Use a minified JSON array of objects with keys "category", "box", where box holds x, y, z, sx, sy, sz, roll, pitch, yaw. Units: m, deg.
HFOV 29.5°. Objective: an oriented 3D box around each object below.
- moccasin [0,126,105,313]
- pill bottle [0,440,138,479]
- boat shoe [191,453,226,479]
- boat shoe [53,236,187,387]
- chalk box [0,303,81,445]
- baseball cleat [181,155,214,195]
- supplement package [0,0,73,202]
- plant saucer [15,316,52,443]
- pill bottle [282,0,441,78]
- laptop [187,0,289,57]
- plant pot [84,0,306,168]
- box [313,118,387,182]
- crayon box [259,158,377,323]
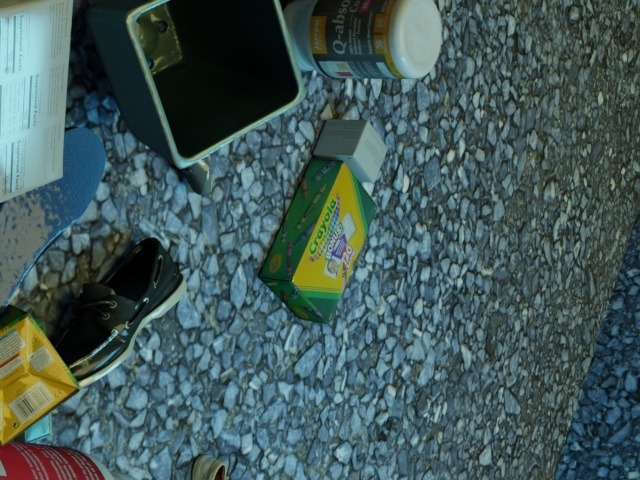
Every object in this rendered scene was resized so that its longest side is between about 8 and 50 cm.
[{"category":"moccasin","box":[-0.439,-0.032,1.706,0.137,0.117,0.342,53,57,-29]},{"category":"pill bottle","box":[-0.424,0.394,1.686,0.408,0.229,0.229,23,77,-54]},{"category":"boat shoe","box":[-0.197,0.471,2.174,0.063,0.059,0.170,-10,103,-54]},{"category":"boat shoe","box":[-0.327,0.104,1.873,0.340,0.127,0.113,-43,128,-45]},{"category":"chalk box","box":[-0.437,0.176,1.663,0.132,0.213,0.132,-37,106,-19]},{"category":"baseball cleat","box":[-0.245,-0.157,2.016,0.109,0.072,0.205,-30,116,-34]},{"category":"supplement package","box":[-0.440,-0.209,1.532,0.145,0.204,0.261,-30,138,-49]},{"category":"plant saucer","box":[-0.434,0.214,1.830,0.067,0.018,0.192,-15,107,-54]},{"category":"pill bottle","box":[0.069,-0.378,2.232,0.162,0.279,0.162,-12,104,-55]},{"category":"laptop","box":[-0.164,-0.423,2.053,0.234,0.136,0.264,-29,161,-49]},{"category":"plant pot","box":[-0.218,-0.292,1.835,0.248,0.252,0.247,-33,124,-27]},{"category":"box","box":[0.060,-0.177,2.407,0.101,0.102,0.087,50,54,-47]},{"category":"crayon box","box":[0.000,0.000,2.365,0.165,0.081,0.278,50,55,-47]}]
